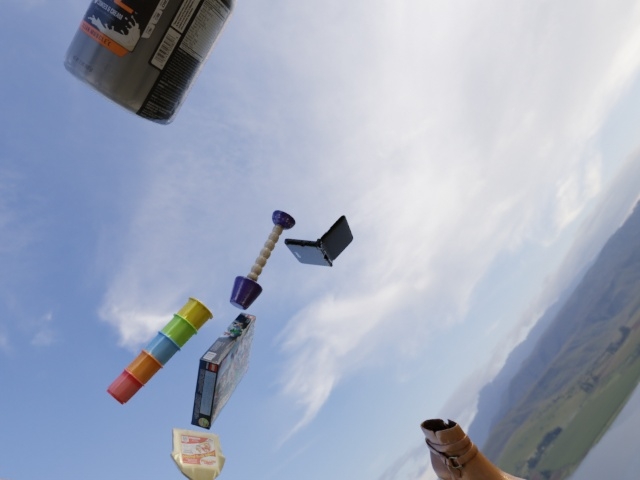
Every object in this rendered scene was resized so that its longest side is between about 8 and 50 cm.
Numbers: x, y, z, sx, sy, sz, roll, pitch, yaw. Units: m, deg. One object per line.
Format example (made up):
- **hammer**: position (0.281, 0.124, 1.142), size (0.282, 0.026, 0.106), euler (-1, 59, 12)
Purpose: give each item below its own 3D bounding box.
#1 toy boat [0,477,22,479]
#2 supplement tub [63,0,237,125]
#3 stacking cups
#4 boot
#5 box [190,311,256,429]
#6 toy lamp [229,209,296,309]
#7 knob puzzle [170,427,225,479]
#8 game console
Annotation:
- **toy boat**: position (-0.360, 0.369, 0.452), size (0.151, 0.231, 0.151), euler (62, -149, -23)
- **supplement tub**: position (-0.273, -0.378, 0.697), size (0.194, 0.193, 0.316), euler (21, -74, -53)
- **stacking cups**: position (-0.435, 0.295, 1.113), size (0.316, 0.096, 0.096), euler (-49, -34, -34)
- **boot**: position (0.405, 0.569, 1.056), size (0.109, 0.283, 0.220), euler (-21, -92, -39)
- **box**: position (-0.213, 0.284, 0.930), size (0.233, 0.044, 0.159), euler (-54, -24, -73)
- **toy lamp**: position (-0.150, 0.051, 1.061), size (0.274, 0.080, 0.080), euler (-63, -31, -26)
- **knob puzzle**: position (-0.400, 0.712, 1.328), size (0.213, 0.213, 0.030), euler (19, -69, -52)
- **game console**: position (0.000, 0.000, 0.799), size (0.122, 0.107, 0.071), euler (60, -142, -64)
